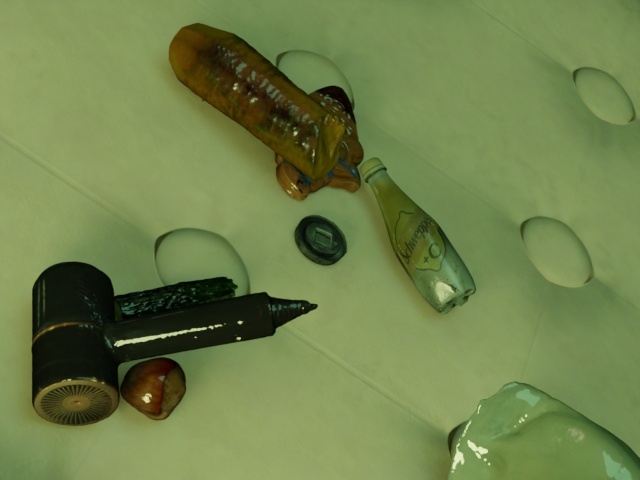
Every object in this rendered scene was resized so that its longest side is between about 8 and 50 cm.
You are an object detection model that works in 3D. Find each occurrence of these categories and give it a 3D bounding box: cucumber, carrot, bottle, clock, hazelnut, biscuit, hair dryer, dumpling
[{"bbox_3d":[-0.192,0.083,1.824,0.187,0.058,0.058,-10,61,-40],"label":"cucumber"},{"bbox_3d":[-0.095,-0.218,2.087,0.302,0.114,0.114,38,42,11],"label":"carrot"},{"bbox_3d":[0.140,-0.013,2.121,0.083,0.083,0.270,-15,64,-42],"label":"bottle"},{"bbox_3d":[0.000,0.000,2.059,0.085,0.017,0.085,19,46,-21],"label":"clock"},{"bbox_3d":[-0.208,0.183,1.721,0.086,0.086,0.086,19,46,-21],"label":"hazelnut"},{"bbox_3d":[-0.001,-0.161,2.186,0.183,0.043,0.280,35,45,-10],"label":"biscuit"},{"bbox_3d":[-0.178,0.097,1.678,0.352,0.107,0.189,-11,53,1],"label":"hair dryer"},{"bbox_3d":[0.338,0.377,1.866,0.320,0.270,0.211,38,13,34],"label":"dumpling"}]
